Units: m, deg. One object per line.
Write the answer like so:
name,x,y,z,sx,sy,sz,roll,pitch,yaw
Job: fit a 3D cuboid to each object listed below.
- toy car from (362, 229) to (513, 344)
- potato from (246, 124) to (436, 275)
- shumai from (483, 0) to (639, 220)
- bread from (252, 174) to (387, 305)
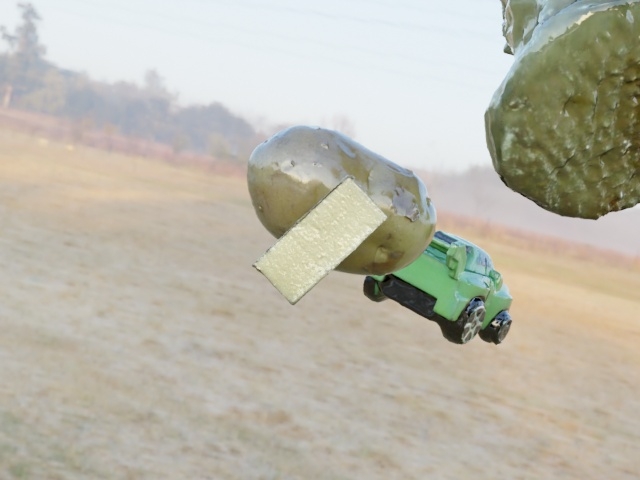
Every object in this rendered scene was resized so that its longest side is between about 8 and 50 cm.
toy car,0.223,0.069,1.977,0.213,0.177,0.358,28,9,30
potato,0.024,-0.045,1.376,0.262,0.165,0.165,20,-2,-23
shumai,0.349,-0.245,1.427,0.397,0.324,0.323,-8,46,-21
bread,0.000,0.000,1.236,0.068,0.153,0.028,46,6,0
